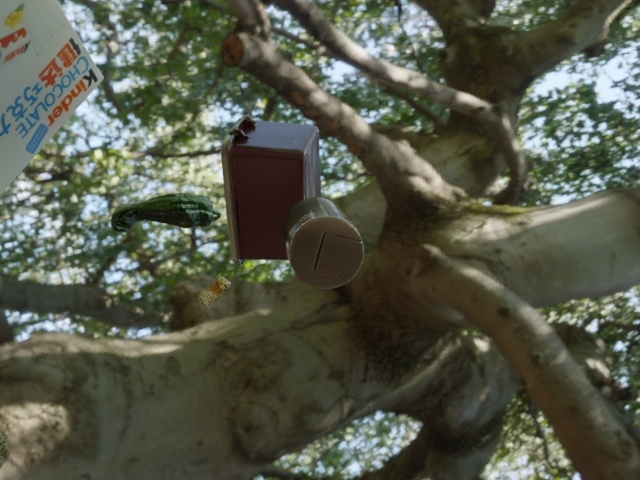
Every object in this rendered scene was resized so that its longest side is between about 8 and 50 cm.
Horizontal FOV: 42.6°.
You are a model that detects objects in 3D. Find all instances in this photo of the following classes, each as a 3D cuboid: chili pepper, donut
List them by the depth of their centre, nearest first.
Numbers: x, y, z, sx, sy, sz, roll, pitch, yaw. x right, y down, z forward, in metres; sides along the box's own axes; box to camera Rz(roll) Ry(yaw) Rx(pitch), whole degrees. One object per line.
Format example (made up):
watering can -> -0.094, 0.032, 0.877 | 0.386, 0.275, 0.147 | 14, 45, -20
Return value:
donut -> -0.238, 0.115, 1.833 | 0.038, 0.083, 0.067 | 43, -5, 4
chili pepper -> -0.342, -0.061, 1.840 | 0.074, 0.257, 0.100 | -114, -149, -43

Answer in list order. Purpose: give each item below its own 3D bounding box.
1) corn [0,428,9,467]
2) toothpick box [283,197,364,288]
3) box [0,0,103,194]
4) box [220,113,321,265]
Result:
corn -> -0.590, 0.263, 1.211 | 0.293, 0.106, 0.106 | 26, -55, 16
toothpick box -> 0.000, 0.000, 1.254 | 0.180, 0.111, 0.111 | -117, -162, -76
box -> -0.378, -0.167, 0.881 | 0.048, 0.273, 0.265 | 28, -19, 20
box -> -0.091, -0.099, 1.665 | 0.168, 0.193, 0.293 | 4, -59, 11
